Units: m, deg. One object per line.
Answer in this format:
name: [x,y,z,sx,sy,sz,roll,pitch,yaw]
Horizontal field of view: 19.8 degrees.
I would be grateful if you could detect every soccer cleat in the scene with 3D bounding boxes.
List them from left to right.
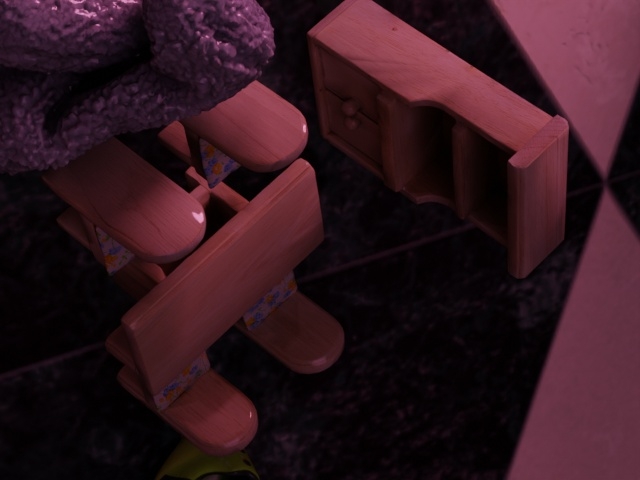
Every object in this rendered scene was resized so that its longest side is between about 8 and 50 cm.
soccer cleat: [-0.100,0.200,1.149,0.060,0.072,0.179,28,96,-31]

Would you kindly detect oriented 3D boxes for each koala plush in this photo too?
koala plush: [-0.161,-0.165,0.918,0.203,0.196,0.221,-25,123,1]

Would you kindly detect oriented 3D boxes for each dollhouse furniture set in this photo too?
dollhouse furniture set: [0.000,0.000,1.022,0.242,0.161,0.212,-43,151,-21]
